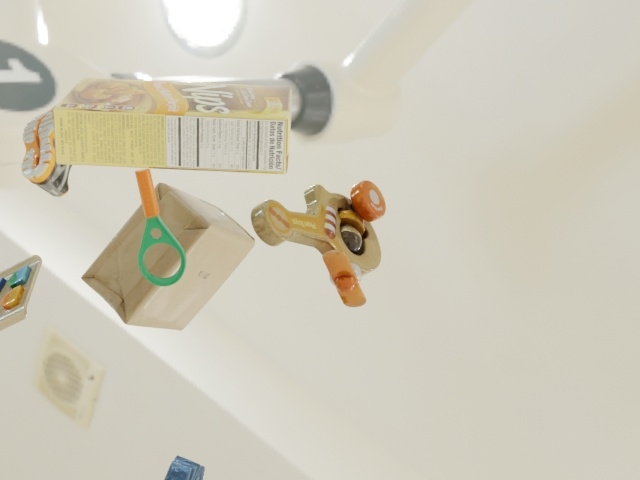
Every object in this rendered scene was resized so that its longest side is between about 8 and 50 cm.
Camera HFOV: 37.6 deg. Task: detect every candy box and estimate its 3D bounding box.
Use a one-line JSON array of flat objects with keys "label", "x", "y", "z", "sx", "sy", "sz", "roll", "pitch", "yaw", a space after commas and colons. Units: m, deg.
[{"label": "candy box", "x": -0.201, "y": -0.167, "z": 1.340, "sx": 0.183, "sy": 0.316, "sz": 0.088, "roll": -92, "pitch": -176, "yaw": -67}]

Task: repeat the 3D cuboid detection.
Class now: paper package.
[{"label": "paper package", "x": -0.348, "y": 0.049, "z": 2.215, "sx": 0.168, "sy": 0.325, "sz": 0.309, "roll": 41, "pitch": -86, "yaw": 16}]

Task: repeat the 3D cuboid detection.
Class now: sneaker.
[{"label": "sneaker", "x": -0.491, "y": -0.165, "z": 1.717, "sx": 0.084, "sy": 0.083, "sz": 0.215, "roll": -20, "pitch": -135, "yaw": 17}]

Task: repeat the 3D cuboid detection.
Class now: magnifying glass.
[{"label": "magnifying glass", "x": -0.316, "y": -0.023, "z": 1.799, "sx": 0.026, "sy": 0.092, "sz": 0.231, "roll": -97, "pitch": 177, "yaw": -74}]

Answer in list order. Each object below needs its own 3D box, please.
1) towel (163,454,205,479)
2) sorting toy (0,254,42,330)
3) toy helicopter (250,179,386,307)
[{"label": "towel", "x": -0.221, "y": 0.391, "z": 1.429, "sx": 0.067, "sy": 0.029, "sz": 0.119, "roll": 9, "pitch": -105, "yaw": 40}, {"label": "sorting toy", "x": -0.802, "y": 0.142, "z": 2.377, "sx": 0.193, "sy": 0.038, "sz": 0.208, "roll": -25, "pitch": -139, "yaw": 20}, {"label": "toy helicopter", "x": 0.000, "y": 0.000, "z": 1.770, "sx": 0.140, "sy": 0.355, "sz": 0.235, "roll": -26, "pitch": -111, "yaw": 33}]
